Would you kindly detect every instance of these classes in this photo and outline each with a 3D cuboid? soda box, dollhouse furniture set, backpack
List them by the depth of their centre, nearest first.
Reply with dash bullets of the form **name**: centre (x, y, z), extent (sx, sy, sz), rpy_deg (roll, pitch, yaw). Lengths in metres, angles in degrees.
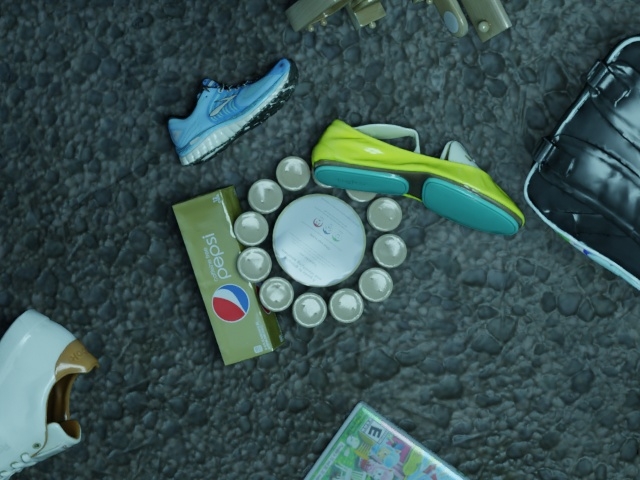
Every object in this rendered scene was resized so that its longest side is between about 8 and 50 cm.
- **backpack**: centre (0.353, -0.056, 1.849), extent (0.253, 0.191, 0.225), rpy_deg (38, 104, 13)
- **dollhouse furniture set**: centre (0.077, -0.224, 1.912), extent (0.151, 0.144, 0.123), rpy_deg (-27, 91, -24)
- **soda box**: centre (-0.097, 0.036, 2.014), extent (0.058, 0.061, 0.181), rpy_deg (-18, 92, 13)

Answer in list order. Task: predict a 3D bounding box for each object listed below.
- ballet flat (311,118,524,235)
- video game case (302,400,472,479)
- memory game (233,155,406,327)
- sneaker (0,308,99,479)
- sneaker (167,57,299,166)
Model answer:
- **ballet flat**: centre (0.106, -0.074, 1.959), extent (0.231, 0.077, 0.077), rpy_deg (16, 65, 4)
- **video game case**: centre (0.061, 0.311, 2.032), extent (0.193, 0.023, 0.212), rpy_deg (36, 101, 5)
- **memory game**: centre (0.000, 0.000, 1.985), extent (0.186, 0.012, 0.186), rpy_deg (1, 84, -8)
- **sneaker**: centre (-0.341, 0.227, 2.060), extent (0.123, 0.106, 0.290), rpy_deg (31, 100, 9)
- **sneaker**: centre (-0.097, -0.147, 1.996), extent (0.162, 0.063, 0.073), rpy_deg (-34, 85, 12)
